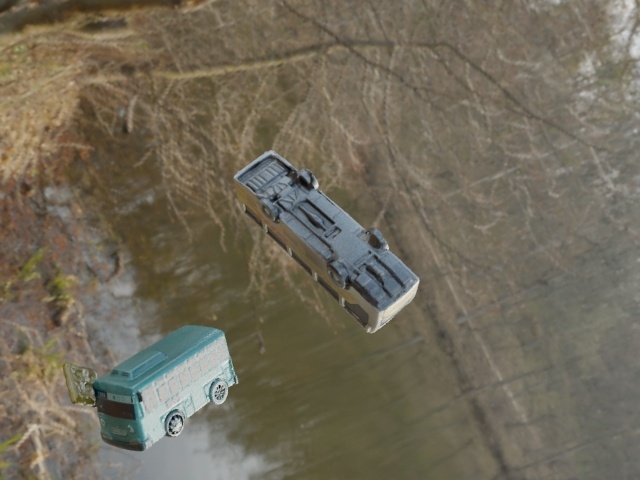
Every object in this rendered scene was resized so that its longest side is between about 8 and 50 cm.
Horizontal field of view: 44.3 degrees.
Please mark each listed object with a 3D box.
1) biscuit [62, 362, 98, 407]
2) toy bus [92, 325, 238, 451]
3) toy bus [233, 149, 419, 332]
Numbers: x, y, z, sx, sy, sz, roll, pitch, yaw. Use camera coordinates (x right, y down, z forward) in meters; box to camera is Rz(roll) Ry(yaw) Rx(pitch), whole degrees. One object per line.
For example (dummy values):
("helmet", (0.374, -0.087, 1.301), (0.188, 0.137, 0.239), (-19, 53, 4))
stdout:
("biscuit", (-0.424, 0.261, 1.411), (0.083, 0.018, 0.081), (35, 27, -57))
("toy bus", (-0.286, 0.263, 1.442), (0.256, 0.128, 0.147), (-30, 115, -49))
("toy bus", (0.000, 0.000, 1.232), (0.342, 0.097, 0.138), (43, -23, 22))
